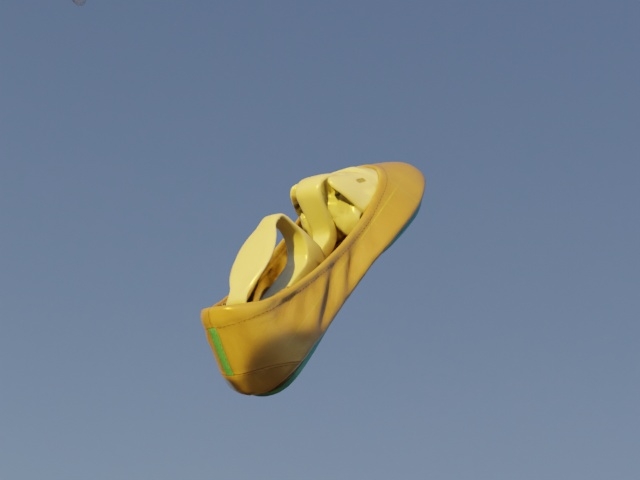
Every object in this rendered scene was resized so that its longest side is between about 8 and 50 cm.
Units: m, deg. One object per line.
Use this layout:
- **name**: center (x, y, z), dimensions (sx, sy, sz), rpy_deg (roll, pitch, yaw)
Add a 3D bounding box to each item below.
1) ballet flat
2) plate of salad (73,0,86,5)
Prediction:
- **ballet flat**: center (0.000, 0.000, 0.844), dimensions (0.080, 0.232, 0.073), rpy_deg (-12, -60, 38)
- **plate of salad**: center (-0.220, -0.290, 1.082), dimensions (0.048, 0.199, 0.200), rpy_deg (-7, -39, 0)
